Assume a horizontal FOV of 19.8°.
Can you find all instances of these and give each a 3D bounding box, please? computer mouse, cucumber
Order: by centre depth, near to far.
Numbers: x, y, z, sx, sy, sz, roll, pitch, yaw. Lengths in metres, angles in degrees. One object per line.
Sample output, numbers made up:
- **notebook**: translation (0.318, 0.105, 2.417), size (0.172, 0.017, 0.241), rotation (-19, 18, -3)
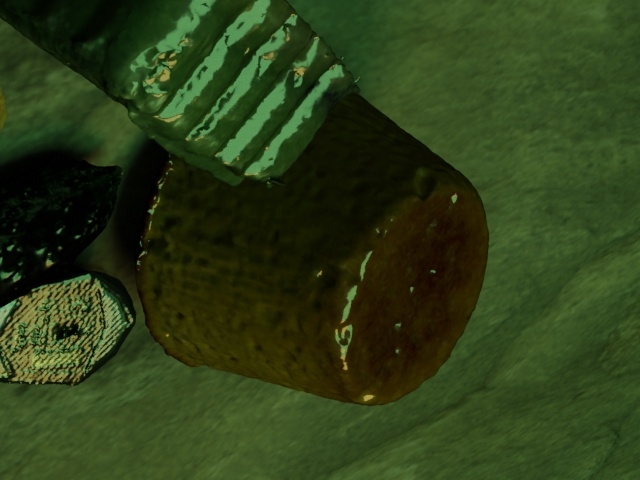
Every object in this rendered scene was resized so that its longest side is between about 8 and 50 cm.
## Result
- **cucumber**: translation (-0.224, 0.025, 0.999), size (0.300, 0.072, 0.072), rotation (-29, 144, -28)
- **computer mouse**: translation (-0.177, 0.047, 1.102), size (0.135, 0.047, 0.079), rotation (-6, 118, -33)

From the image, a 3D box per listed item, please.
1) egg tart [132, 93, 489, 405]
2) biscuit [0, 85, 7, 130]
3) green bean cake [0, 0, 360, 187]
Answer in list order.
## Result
- **egg tart**: translation (0.000, 0.000, 1.149), size (0.215, 0.170, 0.215), rotation (-29, 131, -41)
- **biscuit**: translation (-0.203, -0.113, 0.885), size (0.052, 0.056, 0.188), rotation (-35, 147, -17)
- **green bean cake**: translation (-0.089, -0.115, 0.911), size (0.094, 0.173, 0.181), rotation (-52, 151, 2)
